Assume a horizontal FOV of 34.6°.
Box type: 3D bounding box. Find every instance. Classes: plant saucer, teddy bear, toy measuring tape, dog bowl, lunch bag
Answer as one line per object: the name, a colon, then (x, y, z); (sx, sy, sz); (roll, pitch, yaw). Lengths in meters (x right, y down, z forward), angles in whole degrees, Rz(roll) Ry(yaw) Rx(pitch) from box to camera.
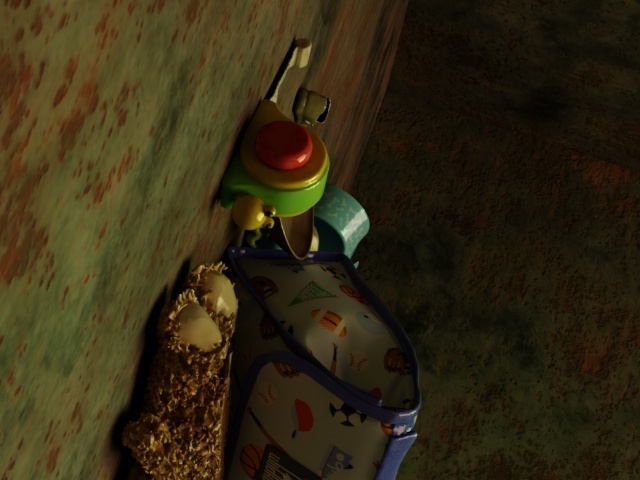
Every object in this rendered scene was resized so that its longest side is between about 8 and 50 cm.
plant saucer: (-0.051, -0.070, 1.420); (0.198, 0.036, 0.198); (-7, 90, -76)
teddy bear: (-0.161, 0.188, 1.174); (0.245, 0.113, 0.338); (-81, 178, -50)
toy measuring tape: (-0.029, -0.131, 1.290); (0.121, 0.121, 0.330); (105, 5, -50)
dog bowl: (0.000, 0.000, 2.111); (0.074, 0.166, 0.297); (-55, 168, -32)
lunch bag: (-0.025, 0.236, 1.368); (0.385, 0.239, 0.328); (51, -48, 49)

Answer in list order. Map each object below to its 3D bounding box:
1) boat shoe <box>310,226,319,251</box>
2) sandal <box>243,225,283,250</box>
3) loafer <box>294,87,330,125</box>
boat shoe: (-0.084, 0.090, 1.868); (0.089, 0.104, 0.285); (-10, 122, -42)
sandal: (-0.059, 0.053, 1.614); (0.126, 0.138, 0.317); (-62, 168, -58)
loafer: (-0.011, -0.209, 1.653); (0.148, 0.050, 0.056); (-31, 140, -84)
